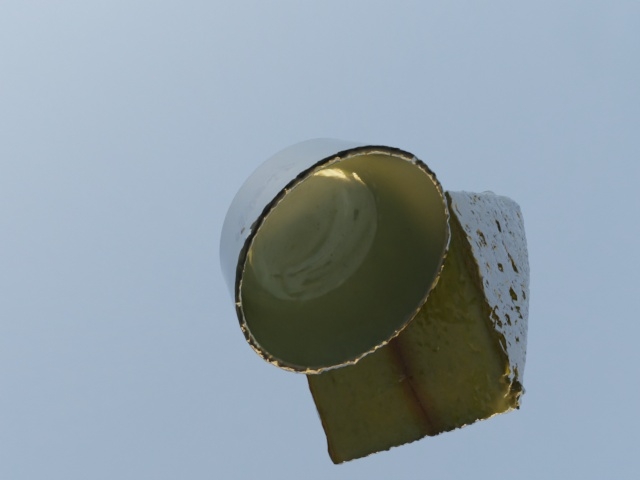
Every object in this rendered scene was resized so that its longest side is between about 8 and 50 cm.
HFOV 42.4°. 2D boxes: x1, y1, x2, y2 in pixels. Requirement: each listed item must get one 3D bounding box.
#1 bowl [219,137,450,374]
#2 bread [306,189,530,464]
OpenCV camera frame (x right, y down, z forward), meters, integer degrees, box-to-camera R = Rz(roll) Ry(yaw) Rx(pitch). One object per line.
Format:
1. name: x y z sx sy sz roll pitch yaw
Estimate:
1. bowl: 0.000 0.000 0.724 0.211 0.112 0.211 -14 -60 -25
2. bread: 0.149 0.074 0.982 0.233 0.361 0.245 -25 -99 30
